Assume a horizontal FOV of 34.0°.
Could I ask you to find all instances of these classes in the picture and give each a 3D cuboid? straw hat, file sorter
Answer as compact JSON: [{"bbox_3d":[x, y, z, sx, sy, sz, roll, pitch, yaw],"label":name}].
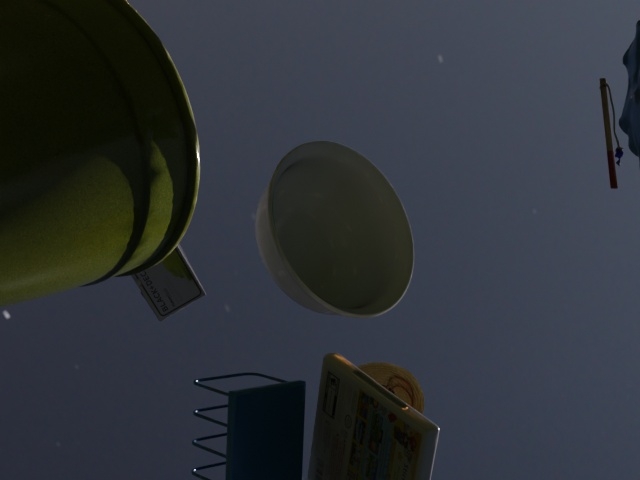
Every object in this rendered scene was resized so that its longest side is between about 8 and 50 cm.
[{"bbox_3d":[0.079,0.236,1.533,0.145,0.144,0.061,-20,-172,4],"label":"straw hat"},{"bbox_3d":[-0.099,0.263,1.354,0.118,0.170,0.104,-2,-174,-42],"label":"file sorter"}]

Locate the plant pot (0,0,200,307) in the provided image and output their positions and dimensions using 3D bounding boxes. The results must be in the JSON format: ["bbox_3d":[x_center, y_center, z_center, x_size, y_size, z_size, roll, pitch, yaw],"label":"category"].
[{"bbox_3d":[-0.379,-0.074,1.088,0.367,0.366,0.353,6,-158,34],"label":"plant pot"}]

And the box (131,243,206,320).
[{"bbox_3d":[-0.293,-0.012,1.727,0.087,0.169,0.290,-29,-150,-6],"label":"box"}]

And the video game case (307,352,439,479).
[{"bbox_3d":[0.058,0.283,1.305,0.026,0.227,0.206,-7,-156,-35],"label":"video game case"}]

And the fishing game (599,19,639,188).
[{"bbox_3d":[0.365,-0.159,1.093,0.041,0.264,0.189,0,-105,-12],"label":"fishing game"}]

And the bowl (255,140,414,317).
[{"bbox_3d":[0.000,0.000,1.690,0.134,0.298,0.298,-28,-156,45],"label":"bowl"}]
